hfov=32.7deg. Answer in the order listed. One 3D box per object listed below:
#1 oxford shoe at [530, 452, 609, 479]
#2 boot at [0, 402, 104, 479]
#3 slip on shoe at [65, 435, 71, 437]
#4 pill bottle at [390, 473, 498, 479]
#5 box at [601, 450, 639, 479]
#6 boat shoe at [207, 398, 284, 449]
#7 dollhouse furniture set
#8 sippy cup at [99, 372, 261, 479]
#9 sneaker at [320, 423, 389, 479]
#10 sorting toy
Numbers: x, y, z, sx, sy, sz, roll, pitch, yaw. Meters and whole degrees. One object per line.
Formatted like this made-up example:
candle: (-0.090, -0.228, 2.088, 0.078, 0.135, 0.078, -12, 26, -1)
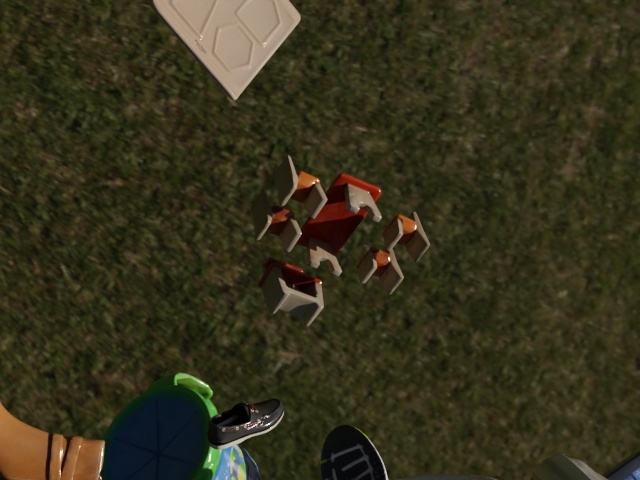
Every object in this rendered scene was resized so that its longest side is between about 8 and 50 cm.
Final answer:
oxford shoe: (0.287, 0.247, 0.633, 0.130, 0.449, 0.169, -38, 119, -11)
boot: (-0.313, 0.221, 1.190, 0.152, 0.073, 0.197, 0, 107, -3)
slip on shoe: (-0.536, 0.417, 1.797, 0.331, 0.123, 0.101, -34, 103, 10)
pill bottle: (0.176, 0.527, 1.535, 0.210, 0.210, 0.363, -2, 88, -34)
box: (0.219, 0.291, 0.824, 0.232, 0.183, 0.059, -28, 164, -19)
boat shoe: (-0.105, 0.256, 1.566, 0.133, 0.049, 0.042, -19, 122, -38)
dollhouse furniture set: (0.000, 0.000, 1.789, 0.262, 0.135, 0.259, 22, 120, -25)
sippy cup: (-0.219, 0.392, 1.826, 0.305, 0.240, 0.224, -61, 139, -17)
sneaker: (0.086, 0.452, 1.829, 0.111, 0.121, 0.300, -22, 83, 2)
sorting toy: (-0.141, -0.342, 1.628, 0.193, 0.038, 0.208, 48, 58, -26)
